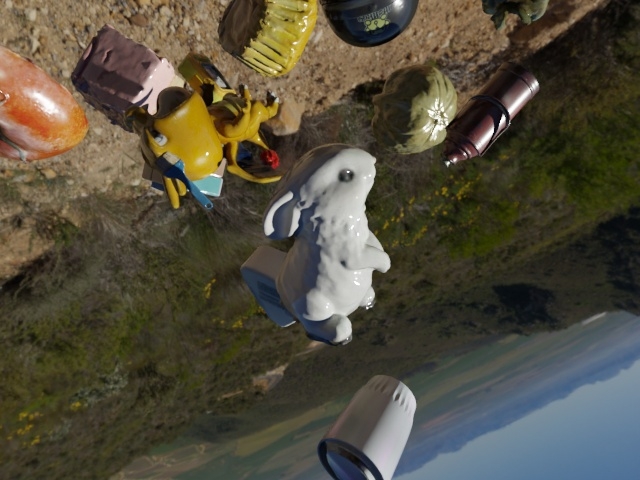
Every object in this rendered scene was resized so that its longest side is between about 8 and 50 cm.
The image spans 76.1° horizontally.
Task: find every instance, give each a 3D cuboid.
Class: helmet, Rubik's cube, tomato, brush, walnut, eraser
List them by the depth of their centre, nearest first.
[{"bbox_3d":[-0.485,-0.193,0.605,0.236,0.095,0.237,11,159,4],"label":"tomato"},{"bbox_3d":[0.119,-0.522,0.919,0.230,0.279,0.160,-11,134,14],"label":"helmet"},{"bbox_3d":[-0.307,-0.133,0.942,0.051,0.014,0.164,-40,119,-3],"label":"brush"},{"bbox_3d":[0.307,-0.434,1.369,0.253,0.277,0.282,-16,113,-18],"label":"walnut"},{"bbox_3d":[-0.110,0.180,1.554,0.150,0.331,0.331,-54,172,-41],"label":"eraser"},{"bbox_3d":[-0.613,-0.375,1.908,0.387,0.368,0.358,11,97,-16],"label":"Rubik's cube"}]

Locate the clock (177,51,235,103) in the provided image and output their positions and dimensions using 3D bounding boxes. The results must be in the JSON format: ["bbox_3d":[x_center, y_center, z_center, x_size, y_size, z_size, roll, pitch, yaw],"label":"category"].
[{"bbox_3d":[-0.440,-0.623,1.591,0.096,0.202,0.143,-37,-175,22],"label":"clock"}]

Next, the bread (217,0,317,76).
[{"bbox_3d":[-0.110,-0.474,0.864,0.139,0.240,0.240,4,139,-42],"label":"bread"}]

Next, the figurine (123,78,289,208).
[{"bbox_3d":[-0.297,-0.289,1.153,0.387,0.401,0.268,-35,154,-29],"label":"figurine"}]

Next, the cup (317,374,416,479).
[{"bbox_3d":[0.177,0.676,1.444,0.371,0.253,0.253,-39,168,-49],"label":"cup"}]

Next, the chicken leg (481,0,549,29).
[{"bbox_3d":[0.272,-0.401,0.562,0.152,0.429,0.201,-4,131,28],"label":"chicken leg"}]

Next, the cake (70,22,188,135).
[{"bbox_3d":[-0.693,-0.561,1.540,0.293,0.314,0.307,-62,173,-9],"label":"cake"}]

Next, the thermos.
[{"bbox_3d":[0.338,-0.250,0.865,0.232,0.099,0.124,-50,177,9],"label":"thermos"}]

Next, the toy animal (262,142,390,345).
[{"bbox_3d":[0.000,0.000,0.760,0.257,0.194,0.357,3,120,19],"label":"toy animal"}]
